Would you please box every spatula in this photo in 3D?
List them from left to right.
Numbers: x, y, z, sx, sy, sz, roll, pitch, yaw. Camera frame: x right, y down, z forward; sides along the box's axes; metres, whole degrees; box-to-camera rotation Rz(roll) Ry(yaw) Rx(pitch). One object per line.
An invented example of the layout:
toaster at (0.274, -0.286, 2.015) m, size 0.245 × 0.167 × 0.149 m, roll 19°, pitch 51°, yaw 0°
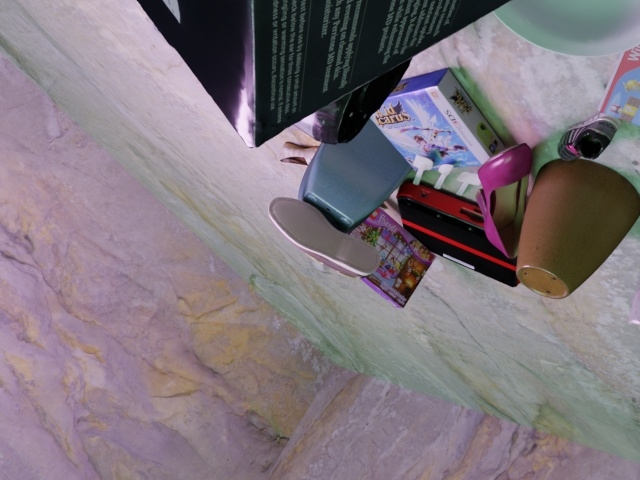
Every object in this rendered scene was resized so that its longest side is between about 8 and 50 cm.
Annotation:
spatula at (0.310, -0.154, 1.697) m, size 0.168 × 0.019 × 0.242 m, roll 14°, pitch 170°, yaw 6°

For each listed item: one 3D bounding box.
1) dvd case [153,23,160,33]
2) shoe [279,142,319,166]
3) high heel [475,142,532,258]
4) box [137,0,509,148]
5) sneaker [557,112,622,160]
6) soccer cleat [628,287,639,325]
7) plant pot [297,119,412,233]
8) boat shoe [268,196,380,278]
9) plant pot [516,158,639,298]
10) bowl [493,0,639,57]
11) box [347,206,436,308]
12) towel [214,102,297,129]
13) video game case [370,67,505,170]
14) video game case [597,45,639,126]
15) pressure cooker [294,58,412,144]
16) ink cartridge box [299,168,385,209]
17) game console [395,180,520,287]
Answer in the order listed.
dvd case at (-0.362, -0.583, 1.854) m, size 0.238 × 0.030 × 0.179 m, roll 32°, pitch 159°, yaw 4°
shoe at (-0.039, -0.249, 2.065) m, size 0.219 × 0.058 × 0.076 m, roll 17°, pitch 153°, yaw 38°
high heel at (0.440, -0.085, 1.531) m, size 0.377 × 0.127 × 0.181 m, roll 58°, pitch -171°, yaw -73°
box at (-0.016, -0.455, 0.807) m, size 0.480 × 0.471 × 0.297 m, roll 53°, pitch 162°, yaw 15°
sneaker at (0.522, -0.191, 1.342) m, size 0.063 × 0.075 × 0.170 m, roll 36°, pitch 159°, yaw -6°
soccer cleat at (0.884, 0.246, 1.670) m, size 0.331 × 0.143 × 0.116 m, roll 38°, pitch 159°, yaw -12°
plant pot at (0.071, -0.162, 1.825) m, size 0.247 × 0.252 × 0.248 m, roll 35°, pitch 159°, yaw -2°
boat shoe at (0.000, 0.000, 1.772) m, size 0.324 × 0.117 × 0.097 m, roll 29°, pitch 156°, yaw -3°
plant pot at (0.536, -0.007, 1.478) m, size 0.237 × 0.254 × 0.237 m, roll 30°, pitch 160°, yaw 12°
bowl at (0.379, -0.421, 0.968) m, size 0.297 × 0.134 × 0.298 m, roll 30°, pitch 159°, yaw 12°
box at (0.190, 0.042, 2.052) m, size 0.293 × 0.201 × 0.057 m, roll 39°, pitch 166°, yaw -18°
towel at (-0.133, -0.354, 1.844) m, size 0.187 × 0.049 × 0.282 m, roll 14°, pitch -179°, yaw 45°
video game case at (0.256, -0.270, 1.583) m, size 0.244 × 0.061 × 0.269 m, roll 46°, pitch 156°, yaw -27°
video game case at (0.637, -0.238, 1.143) m, size 0.285 × 0.025 × 0.204 m, roll 27°, pitch 158°, yaw 18°
pressure cooker at (-0.042, -0.422, 1.229) m, size 0.420 × 0.375 × 0.370 m, roll 34°, pitch 118°, yaw 9°
ink cartridge box at (0.076, -0.158, 2.107) m, size 0.235 × 0.056 × 0.171 m, roll 22°, pitch 169°, yaw -35°
game console at (0.404, -0.016, 1.947) m, size 0.386 × 0.060 × 0.342 m, roll 25°, pitch 164°, yaw 24°
